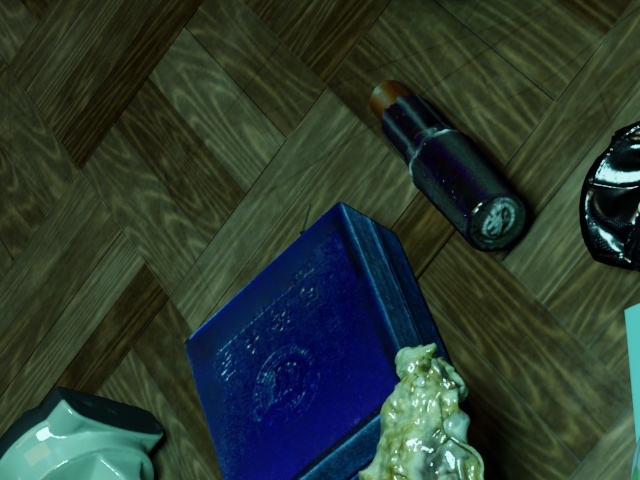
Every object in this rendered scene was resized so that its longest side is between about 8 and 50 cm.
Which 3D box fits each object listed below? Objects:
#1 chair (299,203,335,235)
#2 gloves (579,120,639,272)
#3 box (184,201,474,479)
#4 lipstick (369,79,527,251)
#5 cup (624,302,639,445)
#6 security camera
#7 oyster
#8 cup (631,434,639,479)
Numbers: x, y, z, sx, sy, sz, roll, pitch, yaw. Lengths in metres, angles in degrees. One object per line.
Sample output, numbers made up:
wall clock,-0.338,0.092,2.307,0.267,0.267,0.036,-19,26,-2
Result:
chair,-0.002,0.001,2.032,0.042,0.037,0.086,-5,61,32
gloves,0.338,-0.047,1.640,0.203,0.124,0.164,7,86,49
box,-0.001,0.146,1.899,0.261,0.116,0.279,-43,42,22
lipstick,0.129,-0.091,1.916,0.081,0.081,0.299,-51,39,13
cup,0.331,0.171,1.519,0.148,0.134,0.235,2,72,17
security camera,-0.248,0.329,2.007,0.191,0.197,0.277,-51,50,14
oyster,0.090,0.275,1.657,0.201,0.107,0.354,127,142,-62
cup,0.379,0.194,1.347,0.163,0.347,0.347,114,152,-47
